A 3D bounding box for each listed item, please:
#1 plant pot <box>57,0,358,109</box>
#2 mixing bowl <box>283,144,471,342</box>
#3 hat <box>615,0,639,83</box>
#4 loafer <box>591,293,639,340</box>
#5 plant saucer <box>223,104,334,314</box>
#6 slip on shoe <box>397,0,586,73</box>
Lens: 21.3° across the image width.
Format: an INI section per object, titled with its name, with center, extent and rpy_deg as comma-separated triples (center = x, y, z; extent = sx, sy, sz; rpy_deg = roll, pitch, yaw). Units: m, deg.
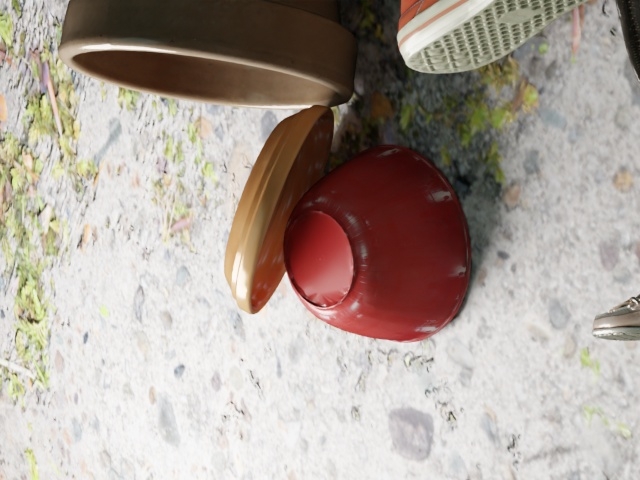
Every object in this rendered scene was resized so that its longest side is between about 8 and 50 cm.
[plant pot]
center = -0.090, -0.251, 1.516
extent = 0.263, 0.263, 0.229
rpy_deg = -1, 81, 54
[mixing bowl]
center = 0.032, 0.009, 1.496
extent = 0.181, 0.098, 0.181
rpy_deg = 11, 105, 45
[hat]
center = 0.288, -0.126, 1.014
extent = 0.331, 0.134, 0.331
rpy_deg = 24, 129, 33
[loafer]
center = 0.257, 0.052, 1.270
extent = 0.125, 0.045, 0.039
rpy_deg = -9, 75, 48
[plant saucer]
center = -0.040, -0.031, 1.535
extent = 0.037, 0.200, 0.200
rpy_deg = 22, 123, 9
[slip on shoe]
center = 0.169, -0.226, 1.239
extent = 0.331, 0.123, 0.101
rpy_deg = -28, 65, 50
